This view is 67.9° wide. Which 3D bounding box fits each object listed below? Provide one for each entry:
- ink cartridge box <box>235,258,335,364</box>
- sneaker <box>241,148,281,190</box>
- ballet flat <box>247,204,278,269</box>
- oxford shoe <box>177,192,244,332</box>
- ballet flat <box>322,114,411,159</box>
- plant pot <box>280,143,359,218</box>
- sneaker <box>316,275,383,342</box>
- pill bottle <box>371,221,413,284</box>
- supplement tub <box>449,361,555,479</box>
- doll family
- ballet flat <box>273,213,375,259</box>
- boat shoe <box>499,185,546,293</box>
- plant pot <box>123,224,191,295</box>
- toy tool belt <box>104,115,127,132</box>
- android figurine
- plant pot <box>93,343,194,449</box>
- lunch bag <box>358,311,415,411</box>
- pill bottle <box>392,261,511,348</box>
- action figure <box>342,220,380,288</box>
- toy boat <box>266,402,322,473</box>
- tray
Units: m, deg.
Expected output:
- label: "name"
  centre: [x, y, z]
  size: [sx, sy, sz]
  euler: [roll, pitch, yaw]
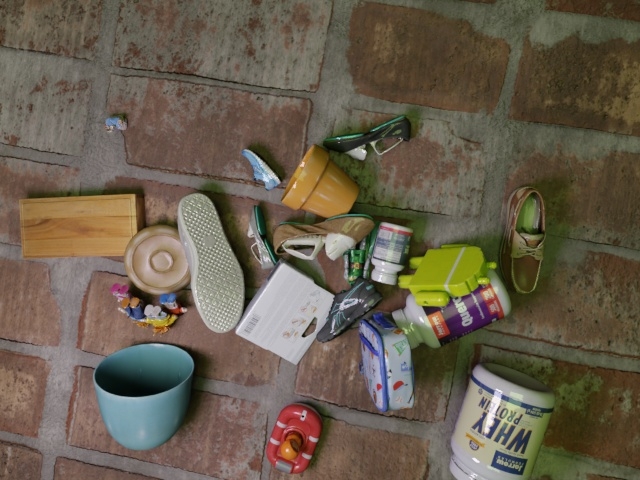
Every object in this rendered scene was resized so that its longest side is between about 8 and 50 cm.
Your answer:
- label: "ink cartridge box"
  centre: [-0.104, 0.233, 1.541]
  size: [0.238, 0.060, 0.275]
  euler: [33, 95, -20]
- label: "sneaker"
  centre: [-0.202, -0.228, 1.532]
  size: [0.073, 0.063, 0.162]
  euler: [-43, 87, 9]
- label: "ballet flat"
  centre: [-0.201, -0.006, 1.536]
  size: [0.068, 0.072, 0.214]
  euler: [-19, 90, 13]
- label: "oxford shoe"
  centre: [-0.354, 0.071, 1.525]
  size: [0.169, 0.130, 0.450]
  euler: [-16, 89, -25]
- label: "ballet flat"
  centre: [0.150, -0.306, 1.478]
  size: [0.280, 0.095, 0.096]
  euler: [-15, 102, 7]
- label: "plant pot"
  centre: [0.009, -0.159, 1.455]
  size: [0.187, 0.205, 0.205]
  euler: [30, 95, -11]
- label: "sneaker"
  centre: [0.076, 0.220, 1.494]
  size: [0.267, 0.101, 0.106]
  euler: [-44, 74, 20]
- label: "pill bottle"
  centre: [0.216, 0.039, 1.472]
  size: [0.107, 0.108, 0.180]
  euler: [14, 94, 6]
- label: "supplement tub"
  centre: [0.521, 0.550, 1.391]
  size: [0.235, 0.235, 0.325]
  euler: [17, 93, 5]
- label: "doll family"
  centre: [-0.568, 0.238, 1.547]
  size: [0.262, 0.163, 0.119]
  euler: [11, 61, 6]
- label: "ballet flat"
  centre: [0.000, 0.000, 1.444]
  size: [0.341, 0.116, 0.124]
  euler: [-3, 57, 24]
- label: "boat shoe"
  centre: [0.609, -0.002, 1.420]
  size: [0.122, 0.120, 0.325]
  euler: [-1, 92, 7]
- label: "plant pot"
  centre: [-0.520, 0.067, 1.553]
  size: [0.236, 0.032, 0.237]
  euler: [-2, 97, -13]
- label: "toy tool belt"
  centre: [-0.692, -0.390, 1.585]
  size: [0.083, 0.051, 0.052]
  euler: [-8, 91, 7]
- label: "android figurine"
  centre: [0.364, 0.091, 1.368]
  size: [0.272, 0.248, 0.056]
  euler: [-5, 126, 41]
- label: "plant pot"
  centre: [-0.547, 0.502, 1.493]
  size: [0.292, 0.293, 0.236]
  euler: [7, 107, 6]
- label: "lunch bag"
  centre: [0.185, 0.346, 1.397]
  size: [0.114, 0.303, 0.244]
  euler: [-7, 92, -7]
- label: "pill bottle"
  centre: [0.385, 0.203, 1.421]
  size: [0.322, 0.181, 0.182]
  euler: [-27, 89, 6]
- label: "action figure"
  centre: [0.117, 0.051, 1.510]
  size: [0.137, 0.063, 0.233]
  euler: [3, 96, 3]
- label: "toy boat"
  centre: [-0.086, 0.637, 1.504]
  size: [0.150, 0.151, 0.231]
  euler: [21, 94, 5]
- label: "tray"
  centre: [-0.798, -0.046, 1.599]
  size: [0.409, 0.076, 0.203]
  euler: [-2, 92, 7]
